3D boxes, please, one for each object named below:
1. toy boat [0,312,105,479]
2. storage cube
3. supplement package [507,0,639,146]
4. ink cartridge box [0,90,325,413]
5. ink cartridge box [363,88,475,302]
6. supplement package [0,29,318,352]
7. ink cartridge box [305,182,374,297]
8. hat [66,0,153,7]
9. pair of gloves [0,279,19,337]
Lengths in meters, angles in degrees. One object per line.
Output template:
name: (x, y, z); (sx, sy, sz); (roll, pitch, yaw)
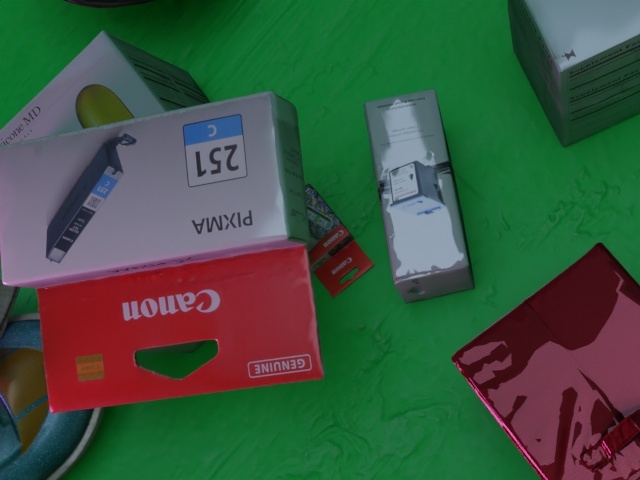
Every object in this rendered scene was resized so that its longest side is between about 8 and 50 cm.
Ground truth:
toy boat: (-0.301, 0.229, 1.311); (0.318, 0.148, 0.267); (42, 89, 17)
storage cube: (0.264, 0.147, 1.185); (0.183, 0.215, 0.193); (-38, 67, 2)
supplement package: (0.275, -0.211, 1.239); (0.134, 0.244, 0.139); (-25, 75, 5)
ink cartridge box: (-0.155, 0.017, 1.150); (0.296, 0.066, 0.261); (-10, 81, 18)
ink cartridge box: (0.104, -0.043, 1.292); (0.082, 0.139, 0.191); (-12, 76, 7)
supplement package: (-0.180, -0.043, 1.305); (0.199, 0.198, 0.263); (-41, 73, 12)
ink cartridge box: (0.000, 0.000, 1.361); (0.063, 0.029, 0.115); (-39, 72, 2)
hat: (-0.230, -0.371, 1.429); (0.331, 0.134, 0.331); (4, 64, -8)
pair of gloves: (-0.420, 0.021, 1.406); (0.204, 0.042, 0.240); (-5, 54, 15)
